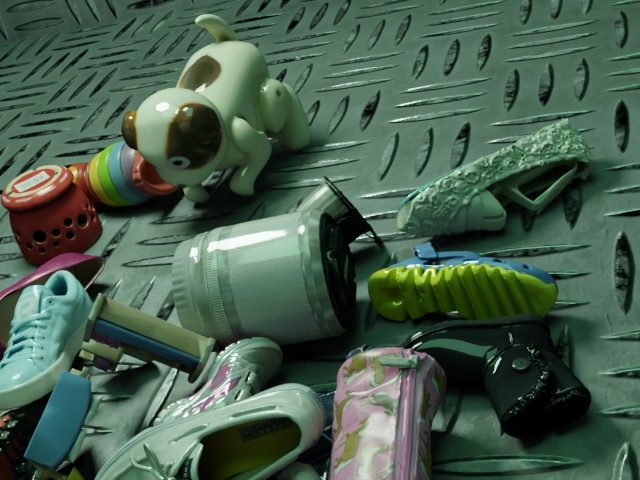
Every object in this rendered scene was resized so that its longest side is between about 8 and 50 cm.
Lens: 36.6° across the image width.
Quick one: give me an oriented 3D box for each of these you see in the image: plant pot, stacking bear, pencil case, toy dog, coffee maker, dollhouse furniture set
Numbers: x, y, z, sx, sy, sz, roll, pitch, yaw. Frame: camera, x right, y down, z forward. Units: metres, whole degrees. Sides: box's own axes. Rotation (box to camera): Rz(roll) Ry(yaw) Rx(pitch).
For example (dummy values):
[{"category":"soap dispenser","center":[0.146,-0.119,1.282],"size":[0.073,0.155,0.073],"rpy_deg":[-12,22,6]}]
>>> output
[{"category":"plant pot","center":[-0.614,-0.063,2.193],"size":[0.191,0.174,0.191],"rpy_deg":[-12,33,8]},{"category":"stacking bear","center":[-0.486,-0.151,2.284],"size":[0.289,0.164,0.175],"rpy_deg":[-14,67,28]},{"category":"pencil case","center":[0.079,0.303,1.232],"size":[0.160,0.167,0.386],"rpy_deg":[-13,33,19]},{"category":"toy dog","center":[-0.239,-0.269,2.127],"size":[0.285,0.395,0.408],"rpy_deg":[8,30,24]},{"category":"coffee maker","center":[0.000,0.000,1.803],"size":[0.178,0.171,0.120],"rpy_deg":[-42,6,2]},{"category":"dollhouse furniture set","center":[-0.334,0.286,1.563],"size":[0.198,0.286,0.303],"rpy_deg":[24,65,-7]}]

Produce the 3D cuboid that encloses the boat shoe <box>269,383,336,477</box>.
[{"category":"boat shoe","center":[-0.047,0.280,1.413],"size":[0.258,0.089,0.109],"rpy_deg":[-28,32,-15]}]

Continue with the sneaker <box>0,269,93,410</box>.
[{"category":"sneaker","center":[-0.516,0.167,1.733],"size":[0.135,0.150,0.366],"rpy_deg":[-19,18,11]}]

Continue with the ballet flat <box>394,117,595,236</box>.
[{"category":"ballet flat","center":[0.337,-0.097,1.789],"size":[0.409,0.147,0.147],"rpy_deg":[-28,32,-14]}]

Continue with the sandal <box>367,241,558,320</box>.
[{"category":"sandal","center":[0.239,0.061,1.590],"size":[0.318,0.126,0.138],"rpy_deg":[6,34,32]}]

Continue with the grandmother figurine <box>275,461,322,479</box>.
[{"category":"grandmother figurine","center":[-0.112,0.416,1.226],"size":[0.208,0.104,0.342],"rpy_deg":[22,51,36]}]

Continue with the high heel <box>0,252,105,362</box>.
[{"category":"high heel","center":[-0.562,0.133,1.877],"size":[0.181,0.127,0.377],"rpy_deg":[-20,25,21]}]

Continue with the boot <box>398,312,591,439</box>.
[{"category":"boot","center":[0.240,0.199,1.385],"size":[0.247,0.094,0.207],"rpy_deg":[-11,27,0]}]

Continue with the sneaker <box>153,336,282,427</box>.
[{"category":"sneaker","center":[-0.136,0.255,1.506],"size":[0.111,0.103,0.252],"rpy_deg":[18,52,39]}]

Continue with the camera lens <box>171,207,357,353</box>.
[{"category":"camera lens","center":[-0.087,0.072,1.642],"size":[0.275,0.219,0.219],"rpy_deg":[-11,31,12]}]

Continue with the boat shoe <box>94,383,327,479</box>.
[{"category":"boat shoe","center":[-0.168,0.312,1.302],"size":[0.367,0.135,0.156],"rpy_deg":[-22,2,12]}]

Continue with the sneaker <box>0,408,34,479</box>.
[{"category":"sneaker","center":[-0.557,0.372,1.531],"size":[0.135,0.097,0.276],"rpy_deg":[-4,35,19]}]
